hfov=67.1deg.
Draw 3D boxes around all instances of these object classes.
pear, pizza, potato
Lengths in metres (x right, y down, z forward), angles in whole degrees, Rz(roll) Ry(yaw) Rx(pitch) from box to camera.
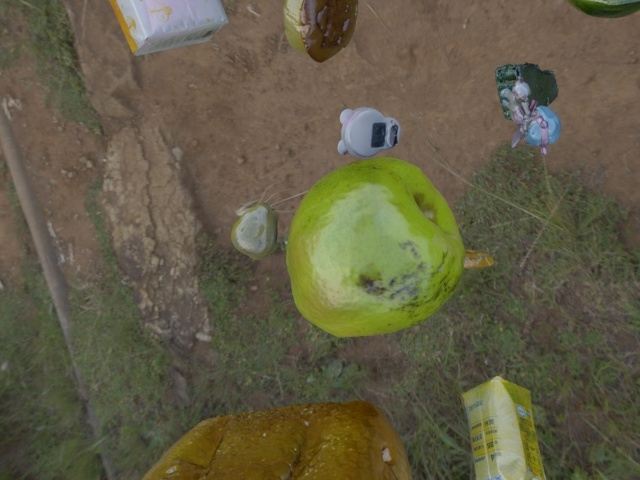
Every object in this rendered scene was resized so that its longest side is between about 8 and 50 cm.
[{"bbox_3d":[0.096,0.024,1.016,0.390,0.391,0.392,3,104,11],"label":"pear"},{"bbox_3d":[0.489,0.063,1.899,0.365,0.182,0.074,4,97,-3],"label":"pizza"},{"bbox_3d":[-0.212,-0.034,1.635,0.157,0.157,0.194,28,94,3],"label":"potato"}]

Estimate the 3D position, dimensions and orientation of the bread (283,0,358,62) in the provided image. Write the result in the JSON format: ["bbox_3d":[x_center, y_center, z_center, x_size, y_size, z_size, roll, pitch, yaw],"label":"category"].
[{"bbox_3d":[0.007,-0.663,1.400,0.148,0.269,0.270,30,109,27],"label":"bread"}]

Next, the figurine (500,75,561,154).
[{"bbox_3d":[0.594,-0.375,1.377,0.102,0.260,0.205,-14,133,0],"label":"figurine"}]

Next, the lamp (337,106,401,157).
[{"bbox_3d":[0.176,-0.392,1.756,0.245,0.108,0.180,-4,115,-22],"label":"lamp"}]

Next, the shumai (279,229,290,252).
[{"bbox_3d":[0.000,0.000,1.621,0.203,0.272,0.222,41,86,3],"label":"shumai"}]

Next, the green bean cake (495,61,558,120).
[{"bbox_3d":[0.675,-0.513,1.578,0.208,0.107,0.194,-38,115,-23],"label":"green bean cake"}]

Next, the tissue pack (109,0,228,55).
[{"bbox_3d":[-0.319,-0.503,0.944,0.124,0.185,0.225,-6,109,54],"label":"tissue pack"}]

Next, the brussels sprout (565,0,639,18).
[{"bbox_3d":[0.690,-0.714,1.128,0.342,0.425,0.361,-14,98,-4],"label":"brussels sprout"}]

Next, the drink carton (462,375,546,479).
[{"bbox_3d":[0.215,0.266,0.556,0.074,0.200,0.084,29,132,-19],"label":"drink carton"}]

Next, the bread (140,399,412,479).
[{"bbox_3d":[-0.062,0.289,0.557,0.336,0.328,0.148,-10,99,12],"label":"bread"}]
